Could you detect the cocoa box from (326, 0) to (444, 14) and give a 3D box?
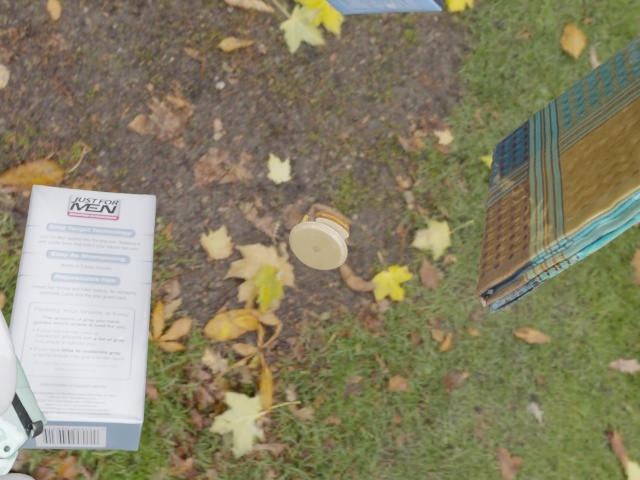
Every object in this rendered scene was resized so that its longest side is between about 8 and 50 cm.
[{"bbox_3d":[0.057,-0.551,1.373,0.347,0.231,0.228,23,80,-52],"label":"cocoa box"}]

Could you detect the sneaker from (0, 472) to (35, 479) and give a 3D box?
[{"bbox_3d":[-0.310,0.218,0.625,0.258,0.094,0.091,-16,107,-64],"label":"sneaker"}]

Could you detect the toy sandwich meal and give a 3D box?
[{"bbox_3d":[0.000,0.000,1.044,0.085,0.085,0.029,42,43,-14],"label":"toy sandwich meal"}]

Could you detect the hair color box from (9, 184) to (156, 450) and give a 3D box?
[{"bbox_3d":[-0.343,0.105,1.202,0.185,0.113,0.374,5,56,-13],"label":"hair color box"}]

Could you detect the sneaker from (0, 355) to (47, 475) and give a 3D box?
[{"bbox_3d":[-0.425,0.222,0.923,0.256,0.094,0.151,-32,89,-44],"label":"sneaker"}]

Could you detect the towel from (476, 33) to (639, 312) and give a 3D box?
[{"bbox_3d":[0.281,-0.112,0.676,0.040,0.370,0.271,41,36,-14],"label":"towel"}]

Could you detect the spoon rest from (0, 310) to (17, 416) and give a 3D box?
[{"bbox_3d":[-0.312,0.015,0.614,0.276,0.137,0.084,58,35,-3],"label":"spoon rest"}]
